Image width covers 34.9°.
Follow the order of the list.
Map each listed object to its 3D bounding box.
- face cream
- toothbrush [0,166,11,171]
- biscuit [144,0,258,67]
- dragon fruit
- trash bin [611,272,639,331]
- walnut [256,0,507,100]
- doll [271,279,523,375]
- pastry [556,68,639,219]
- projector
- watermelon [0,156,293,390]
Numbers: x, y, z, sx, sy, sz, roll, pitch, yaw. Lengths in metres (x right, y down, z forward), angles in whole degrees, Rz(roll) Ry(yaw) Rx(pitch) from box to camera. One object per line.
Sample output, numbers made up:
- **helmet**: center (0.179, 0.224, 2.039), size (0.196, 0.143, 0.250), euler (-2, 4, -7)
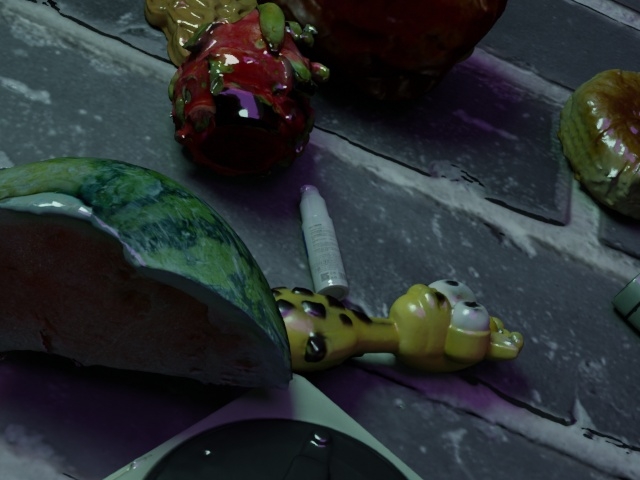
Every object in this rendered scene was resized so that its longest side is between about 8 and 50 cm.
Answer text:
- **face cream**: center (0.000, 0.000, 1.013), size (0.034, 0.034, 0.130), euler (2, 53, -21)
- **toothbrush**: center (-0.445, -0.029, 0.857), size (0.418, 0.040, 0.042), euler (-6, 54, -32)
- **biscuit**: center (-0.118, -0.302, 1.207), size (0.202, 0.044, 0.288), euler (14, 47, -12)
- **dragon fruit**: center (-0.067, -0.159, 1.032), size (0.160, 0.167, 0.172), euler (44, 41, -48)
- **trash bin**: center (0.397, 0.079, 1.098), size (0.116, 0.059, 0.130), euler (-31, 70, -37)
- **walnut**: center (0.065, -0.290, 1.164), size (0.269, 0.221, 0.244), euler (34, 15, -11)
- **doll**: center (0.056, 0.082, 0.935), size (0.291, 0.086, 0.117), euler (2, 21, -22)
- **pastry**: center (0.383, -0.116, 1.226), size (0.182, 0.093, 0.192), euler (-2, 55, -20)
- **projector**: center (-0.028, 0.232, 0.748), size (0.259, 0.079, 0.257), euler (37, 46, 29)
- **watermelon**: center (-0.163, 0.026, 0.817), size (0.305, 0.180, 0.224), euler (9, 6, 5)
